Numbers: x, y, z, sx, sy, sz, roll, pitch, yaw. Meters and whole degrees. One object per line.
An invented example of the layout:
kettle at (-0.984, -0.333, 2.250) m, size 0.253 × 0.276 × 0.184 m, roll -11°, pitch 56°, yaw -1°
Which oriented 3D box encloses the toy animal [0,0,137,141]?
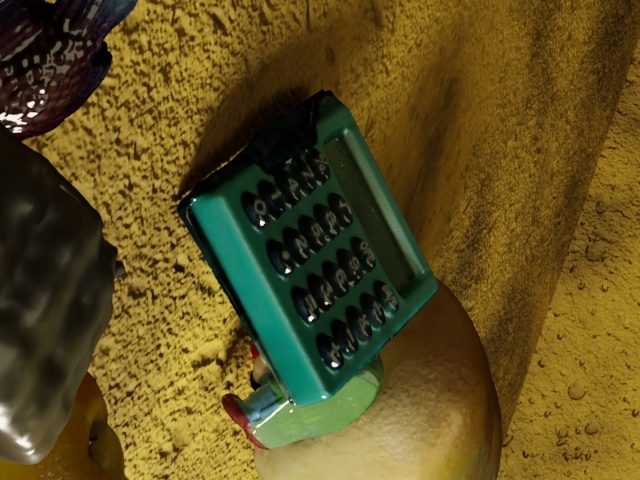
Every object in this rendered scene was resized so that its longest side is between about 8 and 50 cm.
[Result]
toy animal at (-0.192, -0.092, 0.777) m, size 0.218 × 0.116 × 0.179 m, roll 37°, pitch 71°, yaw -76°

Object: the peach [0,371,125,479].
peach at (-0.232, 0.162, 0.888) m, size 0.190 × 0.192 × 0.190 m, roll 168°, pitch -90°, yaw -86°

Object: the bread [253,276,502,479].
bread at (0.084, 0.240, 1.586) m, size 0.348 × 0.253 × 0.376 m, roll -57°, pitch 154°, yaw -27°

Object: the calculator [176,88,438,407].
calculator at (0.000, 0.000, 1.266) m, size 0.274 × 0.058 × 0.248 m, roll -39°, pitch 104°, yaw -52°

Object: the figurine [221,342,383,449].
figurine at (-0.020, 0.103, 1.410) m, size 0.127 × 0.185 × 0.234 m, roll 42°, pitch 24°, yaw -39°

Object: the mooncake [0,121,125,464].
mooncake at (-0.208, 0.008, 0.658) m, size 0.124 × 0.228 × 0.228 m, roll -61°, pitch 157°, yaw -22°
